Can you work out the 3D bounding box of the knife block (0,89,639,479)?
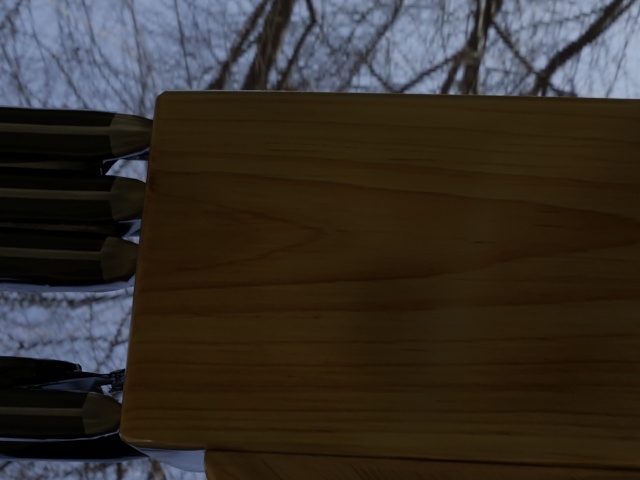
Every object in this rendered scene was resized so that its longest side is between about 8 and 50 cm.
[{"bbox_3d":[0.000,0.000,0.374,0.275,0.088,0.242,-42,-103,-6],"label":"knife block"}]
